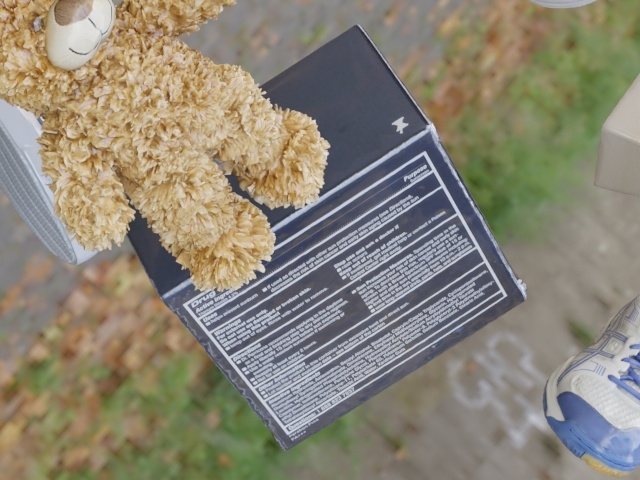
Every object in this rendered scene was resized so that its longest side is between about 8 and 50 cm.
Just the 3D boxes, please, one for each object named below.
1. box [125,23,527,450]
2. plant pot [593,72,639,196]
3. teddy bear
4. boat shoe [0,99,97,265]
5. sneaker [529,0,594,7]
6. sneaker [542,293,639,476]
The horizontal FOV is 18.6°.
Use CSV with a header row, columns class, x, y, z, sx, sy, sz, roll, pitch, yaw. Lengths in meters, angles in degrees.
class,x,y,z,sx,sy,sz,roll,pitch,yaw
box,0.000,0.000,1.897,0.296,0.182,0.294,-32,139,1
plant pot,0.366,-0.106,2.107,0.109,0.096,0.109,-51,157,-28
teddy bear,-0.132,-0.103,1.536,0.245,0.338,0.113,-37,-156,-12
boat shoe,-0.258,-0.125,1.712,0.094,0.302,0.109,-31,-171,-24
sneaker,0.153,-0.279,1.837,0.152,0.305,0.114,-10,106,-57
sneaker,0.300,0.108,1.830,0.131,0.112,0.296,-53,178,31
